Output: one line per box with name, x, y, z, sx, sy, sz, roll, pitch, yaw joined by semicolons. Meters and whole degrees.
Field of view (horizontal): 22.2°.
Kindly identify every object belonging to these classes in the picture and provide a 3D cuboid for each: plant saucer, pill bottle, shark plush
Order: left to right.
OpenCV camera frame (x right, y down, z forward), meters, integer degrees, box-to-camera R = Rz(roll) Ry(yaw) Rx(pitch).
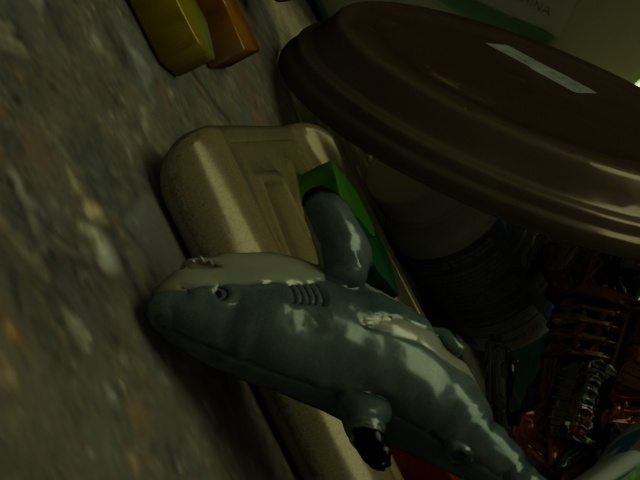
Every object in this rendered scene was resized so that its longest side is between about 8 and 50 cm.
shark plush;0.016;0.059;0.547;0.161;0.073;0.067;45;26;-3
pill bottle;0.086;-0.003;0.953;0.137;0.078;0.078;53;17;-39
plant saucer;0.113;-0.068;0.895;0.278;0.041;0.278;18;20;-7

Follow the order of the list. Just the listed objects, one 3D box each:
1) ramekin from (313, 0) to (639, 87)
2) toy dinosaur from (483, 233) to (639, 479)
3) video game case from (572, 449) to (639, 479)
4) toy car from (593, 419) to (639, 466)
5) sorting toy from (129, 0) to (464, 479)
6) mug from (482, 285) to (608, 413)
ramekin;0.129;-0.219;1.074;0.303;0.303;0.148;60;21;-14
toy dinosaur;0.190;0.135;0.921;0.164;0.218;0.321;-145;-122;-68
video game case;0.091;0.189;0.530;0.212;0.023;0.193;-20;83;-50
toy car;0.148;0.183;0.693;0.238;0.219;0.210;-9;70;-46
sorting toy;0.000;0.000;0.699;0.307;0.041;0.229;64;13;0
mug;0.157;0.058;1.067;0.129;0.097;0.157;38;28;-60
